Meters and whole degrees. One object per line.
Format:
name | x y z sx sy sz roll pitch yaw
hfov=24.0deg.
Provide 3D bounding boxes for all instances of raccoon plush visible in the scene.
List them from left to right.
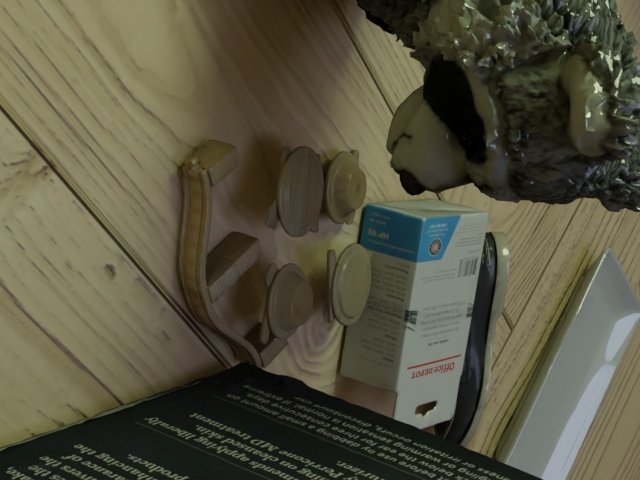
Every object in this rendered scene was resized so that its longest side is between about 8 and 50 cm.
raccoon plush | 0.159 -0.232 0.932 0.216 0.299 0.446 3 121 -60

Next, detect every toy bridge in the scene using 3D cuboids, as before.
toy bridge | -0.068 0.019 1.043 0.063 0.026 0.188 -45 138 -34

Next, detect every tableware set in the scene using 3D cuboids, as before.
tableware set | 0.000 0.000 1.109 0.168 0.020 0.141 -8 103 -62

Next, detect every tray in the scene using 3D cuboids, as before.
tray | 0.249 0.149 1.540 0.270 0.030 0.145 -61 145 -18

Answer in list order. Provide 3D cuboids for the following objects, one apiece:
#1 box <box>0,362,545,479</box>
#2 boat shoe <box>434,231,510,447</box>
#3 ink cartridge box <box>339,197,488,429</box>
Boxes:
box | -0.117 0.379 0.895 0.472 0.297 0.480 -14 115 -49
boat shoe | 0.115 0.087 1.319 0.065 0.075 0.206 5 110 -12
ink cartridge box | 0.074 0.060 1.228 0.104 0.060 0.180 -6 108 -54
